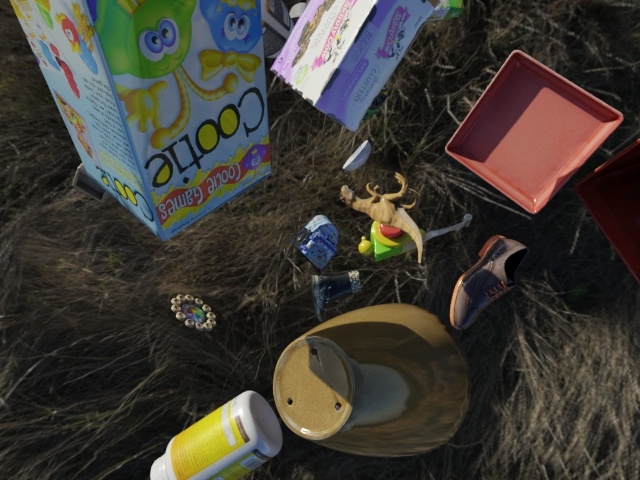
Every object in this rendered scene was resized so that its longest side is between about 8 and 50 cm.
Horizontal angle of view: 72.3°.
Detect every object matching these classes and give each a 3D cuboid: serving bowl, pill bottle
[{"bbox_3d":[0.088,-0.187,0.995,0.027,0.083,0.083,41,85,-9],"label":"serving bowl"},{"bbox_3d":[-0.165,-0.548,1.081,0.162,0.278,0.162,2,101,13],"label":"pill bottle"},{"bbox_3d":[-0.181,0.365,0.759,0.214,0.117,0.117,-33,91,5],"label":"pill bottle"}]

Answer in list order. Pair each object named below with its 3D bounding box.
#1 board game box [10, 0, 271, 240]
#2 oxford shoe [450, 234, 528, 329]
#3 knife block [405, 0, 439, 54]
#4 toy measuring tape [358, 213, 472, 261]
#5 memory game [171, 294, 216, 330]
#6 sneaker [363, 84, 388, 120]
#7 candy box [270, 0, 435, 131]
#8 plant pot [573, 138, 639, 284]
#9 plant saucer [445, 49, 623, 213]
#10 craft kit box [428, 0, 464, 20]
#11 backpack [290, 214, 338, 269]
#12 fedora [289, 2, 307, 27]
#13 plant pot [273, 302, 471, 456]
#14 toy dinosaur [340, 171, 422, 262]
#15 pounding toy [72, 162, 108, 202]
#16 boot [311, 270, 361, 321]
[{"bbox_3d":[-0.144,-0.163,0.369,0.144,0.275,0.142,35,55,26],"label":"board game box"},{"bbox_3d":[0.421,0.111,1.101,0.096,0.098,0.272,34,85,-33],"label":"oxford shoe"},{"bbox_3d":[0.135,-0.398,0.790,0.088,0.275,0.242,2,90,-40],"label":"knife block"},{"bbox_3d":[0.255,-0.039,1.233,0.329,0.121,0.122,-20,90,-8],"label":"toy measuring tape"},{"bbox_3d":[-0.461,0.262,1.605,0.186,0.186,0.012,37,106,-3],"label":"memory game"},{"bbox_3d":[0.085,-0.534,1.375,0.134,0.146,0.344,-15,77,-19],"label":"sneaker"},{"bbox_3d":[0.028,-0.256,0.568,0.070,0.196,0.165,23,110,-34],"label":"candy box"},{"bbox_3d":[0.733,-0.093,0.859,0.235,0.267,0.268,-28,77,-4],"label":"plant pot"},{"bbox_3d":[0.457,-0.235,0.970,0.259,0.047,0.259,40,123,14],"label":"plant saucer"},{"bbox_3d":[0.306,-0.821,1.387,0.246,0.061,0.250,-12,86,-7],"label":"craft kit box"},{"bbox_3d":[0.000,0.000,1.658,0.173,0.117,0.158,-48,126,-9],"label":"backpack"},{"bbox_3d":[-0.043,-0.767,1.606,0.243,0.275,0.125,-7,71,34],"label":"fedora"},{"bbox_3d":[0.059,0.195,0.614,0.237,0.254,0.237,-9,73,31],"label":"plant pot"},{"bbox_3d":[0.126,-0.044,0.740,0.211,0.064,0.112,35,83,38],"label":"toy dinosaur"},{"bbox_3d":[-0.723,-0.214,1.455,0.130,0.141,0.100,33,47,-18],"label":"pounding toy"},{"bbox_3d":[0.062,0.207,1.618,0.178,0.085,0.237,-10,133,-3],"label":"boot"}]
